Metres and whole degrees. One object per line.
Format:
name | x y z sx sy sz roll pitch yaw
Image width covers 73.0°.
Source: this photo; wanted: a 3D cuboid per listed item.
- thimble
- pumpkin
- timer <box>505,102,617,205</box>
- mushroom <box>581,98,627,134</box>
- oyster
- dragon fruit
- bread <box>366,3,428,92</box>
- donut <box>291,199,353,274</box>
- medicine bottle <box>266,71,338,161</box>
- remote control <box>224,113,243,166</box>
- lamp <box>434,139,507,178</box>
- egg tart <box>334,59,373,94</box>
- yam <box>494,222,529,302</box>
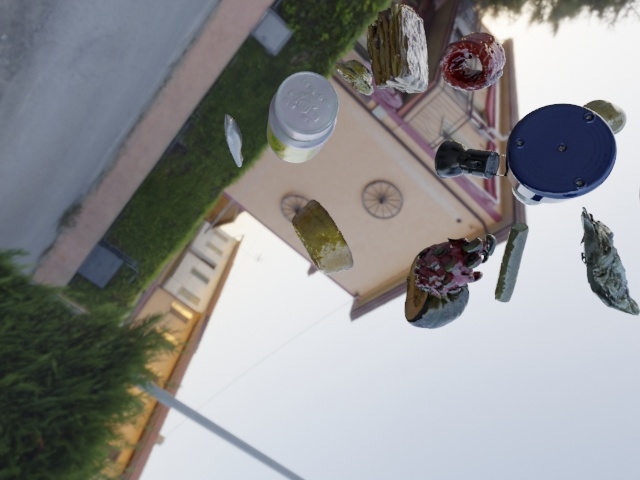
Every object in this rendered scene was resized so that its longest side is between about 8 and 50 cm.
thimble | 0.496 -0.588 1.424 0.189 0.163 0.125 26 -129 34
pumpkin | 0.469 0.222 1.752 0.242 0.232 0.325 -43 -154 58
timer | 0.681 -0.212 1.322 0.270 0.270 0.383 -51 163 0
mushroom | 0.913 -0.395 1.408 0.148 0.148 0.112 -82 -170 -63
oyster | 0.688 0.039 1.065 0.087 0.199 0.252 -9 -154 12
dragon fruit | 0.451 0.086 1.474 0.272 0.218 0.198 -22 -130 54
bread | 0.281 -0.684 1.577 0.167 0.278 0.324 0 -168 28
donut | 0.000 0.000 1.420 0.108 0.278 0.277 -31 -167 -7
medicine bottle | -0.064 -0.387 1.405 0.214 0.213 0.378 -52 -174 -6
remote control | -0.255 -0.299 1.301 0.044 0.073 0.229 -11 164 -3
lamp | 0.546 -0.282 1.569 0.227 0.172 0.147 21 -69 48
egg tart | 0.175 -0.803 2.104 0.106 0.241 0.241 -51 -166 12
yam | 0.757 0.094 1.721 0.083 0.083 0.372 -70 162 -53
